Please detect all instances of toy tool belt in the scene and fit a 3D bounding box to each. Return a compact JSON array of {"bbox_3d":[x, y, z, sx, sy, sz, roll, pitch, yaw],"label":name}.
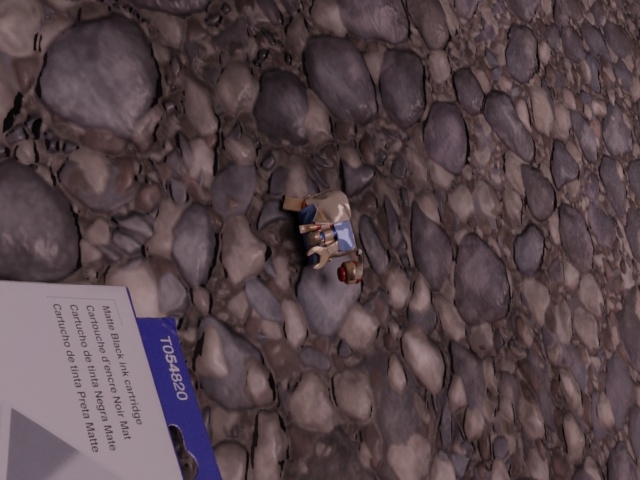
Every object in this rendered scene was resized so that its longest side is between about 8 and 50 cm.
[{"bbox_3d":[0.000,0.000,0.710,0.051,0.052,0.083,-11,81,-18],"label":"toy tool belt"}]

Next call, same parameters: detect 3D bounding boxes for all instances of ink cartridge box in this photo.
[{"bbox_3d":[-0.129,0.125,0.465,0.224,0.045,0.223,7,52,-48],"label":"ink cartridge box"}]
